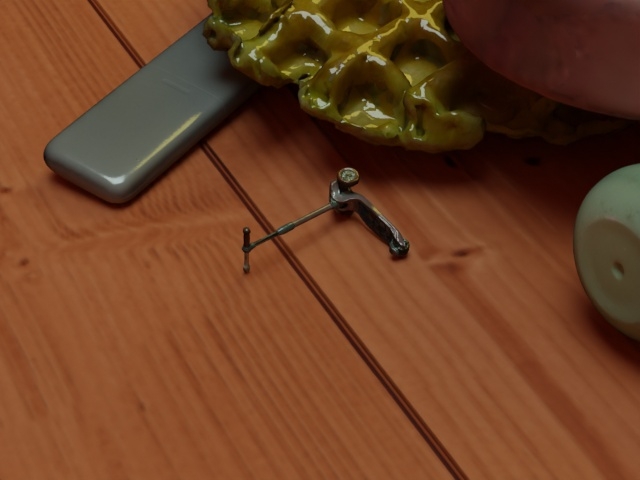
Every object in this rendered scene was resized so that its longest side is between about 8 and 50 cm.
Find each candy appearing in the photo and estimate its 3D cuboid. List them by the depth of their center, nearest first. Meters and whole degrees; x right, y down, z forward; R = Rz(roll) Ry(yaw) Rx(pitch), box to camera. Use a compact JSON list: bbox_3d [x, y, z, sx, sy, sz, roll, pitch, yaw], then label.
[{"bbox_3d":[0.196,-0.160,0.801,0.255,0.094,0.255,1,38,-1],"label":"candy"}]

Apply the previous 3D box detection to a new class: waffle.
[{"bbox_3d":[0.072,-0.169,0.928,0.302,0.068,0.325,2,46,-5],"label":"waffle"}]

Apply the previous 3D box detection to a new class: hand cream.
[{"bbox_3d":[0.272,-0.027,0.770,0.306,0.093,0.147,-18,40,-29],"label":"hand cream"}]

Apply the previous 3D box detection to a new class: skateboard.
[{"bbox_3d":[0.000,0.000,0.795,0.083,0.032,0.064,-25,55,-26],"label":"skateboard"}]

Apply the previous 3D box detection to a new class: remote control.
[{"bbox_3d":[-0.070,-0.108,0.926,0.067,0.029,0.261,28,51,22],"label":"remote control"}]
